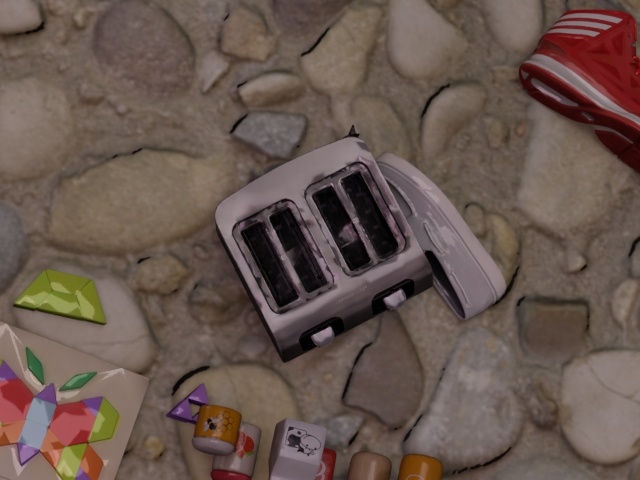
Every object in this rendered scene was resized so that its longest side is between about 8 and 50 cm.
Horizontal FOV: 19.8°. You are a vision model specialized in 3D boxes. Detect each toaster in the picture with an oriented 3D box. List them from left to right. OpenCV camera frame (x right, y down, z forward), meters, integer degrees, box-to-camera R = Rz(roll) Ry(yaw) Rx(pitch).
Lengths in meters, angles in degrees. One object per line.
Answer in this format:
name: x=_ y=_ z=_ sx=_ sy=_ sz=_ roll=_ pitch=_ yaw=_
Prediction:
toaster: x=0.000 y=0.000 z=1.729 sx=0.168 sy=0.110 sz=0.186 roll=-26 pitch=84 yaw=-4

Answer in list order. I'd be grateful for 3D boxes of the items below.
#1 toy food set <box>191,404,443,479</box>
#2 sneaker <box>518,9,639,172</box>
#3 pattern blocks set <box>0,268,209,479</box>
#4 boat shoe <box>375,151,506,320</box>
toy food set: x=-0.015 y=0.231 z=1.682 sx=0.232 sy=0.111 sz=0.105 roll=16 pitch=72 yaw=-13
sneaker: x=0.325 y=-0.160 z=1.887 sx=0.221 sy=0.087 sz=0.128 roll=35 pitch=72 yaw=-5
pattern blocks set: x=-0.259 y=0.166 z=1.681 sx=0.324 sy=0.026 sz=0.286 roll=6 pitch=74 yaw=-13
boat shoe: x=0.104 y=-0.001 z=1.804 sx=0.063 sy=0.066 sz=0.184 roll=-40 pitch=98 yaw=-21
